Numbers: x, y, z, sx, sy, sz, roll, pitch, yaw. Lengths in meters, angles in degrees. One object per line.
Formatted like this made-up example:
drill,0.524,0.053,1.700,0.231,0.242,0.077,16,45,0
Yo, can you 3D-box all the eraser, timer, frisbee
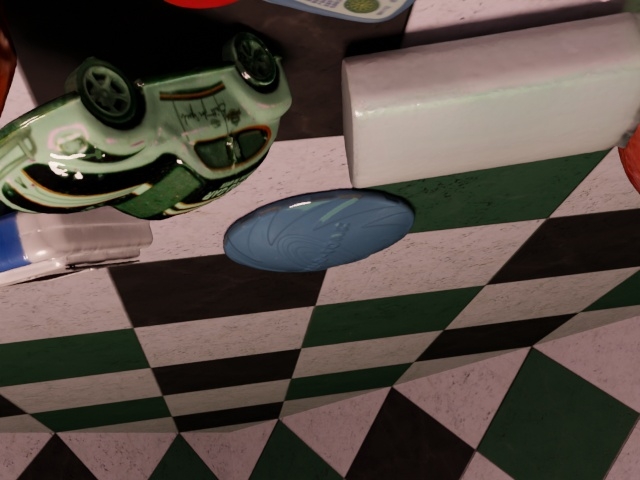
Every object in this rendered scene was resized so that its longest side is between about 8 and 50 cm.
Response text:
eraser,0.169,-0.134,0.827,0.290,0.104,0.189,-9,164,-1
timer,-0.318,0.012,0.943,0.178,0.078,0.253,-15,179,14
frisbee,0.001,0.005,1.204,0.289,0.049,0.289,-8,160,-3

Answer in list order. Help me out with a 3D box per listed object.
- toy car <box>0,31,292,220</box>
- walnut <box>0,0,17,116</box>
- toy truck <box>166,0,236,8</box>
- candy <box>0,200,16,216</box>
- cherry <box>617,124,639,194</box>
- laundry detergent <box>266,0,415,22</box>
toy car,-0.135,-0.081,0.683,0.136,0.125,0.306,-25,-175,36
walnut,-0.327,-0.127,0.508,0.244,0.222,0.269,39,147,-22
toy truck,-0.092,-0.247,0.339,0.265,0.239,0.189,-49,158,-12
candy,-0.439,-0.049,0.844,0.275,0.070,0.145,-10,152,8
cherry,0.437,-0.101,0.870,0.239,0.206,0.239,-20,-178,1
laundry detergent,-0.057,-0.223,0.519,0.289,0.094,0.143,5,159,-26
